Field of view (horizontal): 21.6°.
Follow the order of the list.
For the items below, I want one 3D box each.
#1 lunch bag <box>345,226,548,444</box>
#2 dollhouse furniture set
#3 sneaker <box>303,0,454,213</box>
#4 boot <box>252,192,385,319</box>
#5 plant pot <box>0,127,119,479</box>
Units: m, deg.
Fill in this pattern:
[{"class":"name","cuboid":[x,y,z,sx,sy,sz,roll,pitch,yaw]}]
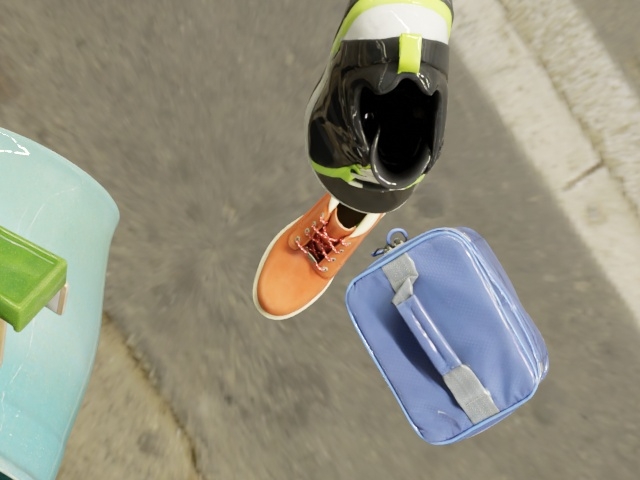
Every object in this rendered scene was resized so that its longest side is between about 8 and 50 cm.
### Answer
[{"class":"lunch bag","cuboid":[0.056,0.038,0.756,0.067,0.065,0.098,-32,88,11]},{"class":"dollhouse furniture set","cuboid":[-0.158,0.052,0.796,0.059,0.151,0.076,30,48,11]},{"class":"sneaker","cuboid":[0.033,-0.066,1.037,0.084,0.234,0.097,2,59,-2]},{"class":"boot","cuboid":[0.000,0.000,1.332,0.059,0.084,0.158,39,95,-1]},{"class":"plant pot","cuboid":[-0.293,0.051,1.368,0.272,0.271,0.255,25,70,-3]}]
